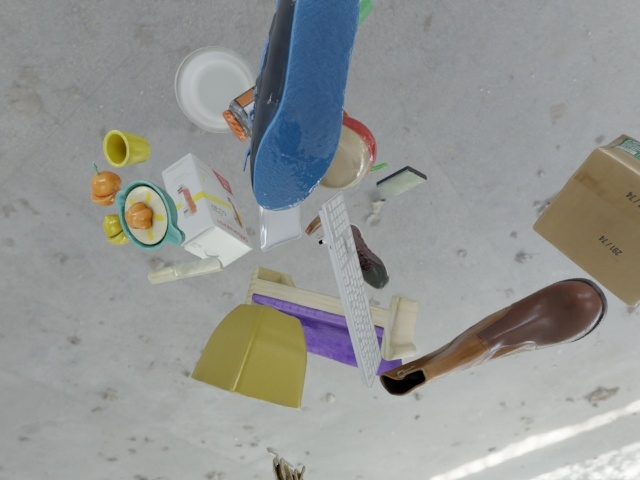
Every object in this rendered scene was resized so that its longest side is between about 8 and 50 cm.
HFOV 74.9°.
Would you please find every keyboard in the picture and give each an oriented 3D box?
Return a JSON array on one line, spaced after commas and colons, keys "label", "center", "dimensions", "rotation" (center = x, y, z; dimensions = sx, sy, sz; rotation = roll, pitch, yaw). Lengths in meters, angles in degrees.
[{"label": "keyboard", "center": [0.045, 0.066, 0.547], "dimensions": [0.014, 0.072, 0.256], "rotation": [-6, 107, 29]}]

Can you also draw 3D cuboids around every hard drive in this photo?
[{"label": "hard drive", "center": [0.261, -0.192, 1.350], "dimensions": [0.094, 0.022, 0.135], "rotation": [18, 152, -35]}]

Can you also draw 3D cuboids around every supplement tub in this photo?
[{"label": "supplement tub", "center": [-0.167, -0.362, 1.149], "dimensions": [0.190, 0.117, 0.117], "rotation": [-36, 128, -6]}]

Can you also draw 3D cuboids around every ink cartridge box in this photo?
[{"label": "ink cartridge box", "center": [-0.457, -0.118, 1.698], "dimensions": [0.160, 0.385, 0.279], "rotation": [-30, 151, 10]}]

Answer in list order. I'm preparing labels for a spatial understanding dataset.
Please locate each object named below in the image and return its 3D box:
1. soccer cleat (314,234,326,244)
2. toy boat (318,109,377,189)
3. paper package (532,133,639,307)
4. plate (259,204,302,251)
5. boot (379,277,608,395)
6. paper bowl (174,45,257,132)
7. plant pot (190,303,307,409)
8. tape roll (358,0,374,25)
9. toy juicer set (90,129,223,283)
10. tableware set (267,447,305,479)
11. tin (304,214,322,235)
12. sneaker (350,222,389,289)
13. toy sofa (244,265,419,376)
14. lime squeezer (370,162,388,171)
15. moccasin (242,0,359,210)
[{"label": "soccer cleat", "center": [0.000, 0.000, 1.355], "dimensions": [0.029, 0.035, 0.083], "rotation": [52, 154, -18]}, {"label": "toy boat", "center": [0.005, -0.193, 0.783], "dimensions": [0.231, 0.151, 0.151], "rotation": [18, 151, 34]}, {"label": "paper package", "center": [0.790, -0.053, 1.072], "dimensions": [0.168, 0.325, 0.310], "rotation": [-22, 147, -32]}, {"label": "plate", "center": [-0.179, -0.108, 1.920], "dimensions": [0.278, 0.277, 0.045], "rotation": [-20, 158, 40]}, {"label": "boot", "center": [0.256, 0.152, 0.649], "dimensions": [0.280, 0.096, 0.264], "rotation": [-10, 164, -27]}, {"label": "paper bowl", "center": [-0.352, -0.518, 1.444], "dimensions": [0.284, 0.148, 0.284], "rotation": [-8, 113, -19]}, {"label": "plant pot", "center": [-0.061, 0.109, 0.409], "dimensions": [0.081, 0.083, 0.081], "rotation": [32, 155, -36]}, {"label": "tape roll", "center": [0.023, -0.784, 1.243], "dimensions": [0.321, 0.321, 0.077], "rotation": [33, 115, -28]}, {"label": "toy juicer set", "center": [-0.353, -0.027, 0.807], "dimensions": [0.209, 0.089, 0.329], "rotation": [-35, 85, 27]}, {"label": "tableware set", "center": [-0.066, 0.586, 1.027], "dimensions": [0.039, 0.128, 0.194], "rotation": [-26, 137, -2]}, {"label": "tin", "center": [-0.009, -0.091, 2.024], "dimensions": [0.040, 0.189, 0.106], "rotation": [45, 133, 2]}, {"label": "sneaker", "center": [0.119, 0.061, 1.481], "dimensions": [0.106, 0.281, 0.162], "rotation": [-44, 158, 28]}, {"label": "toy sofa", "center": [0.013, 0.175, 0.888], "dimensions": [0.362, 0.177, 0.150], "rotation": [9, 172, 30]}, {"label": "lime squeezer", "center": [0.098, -0.254, 1.403], "dimensions": [0.110, 0.310, 0.059], "rotation": [-48, 134, -4]}, {"label": "moccasin", "center": [-0.027, -0.203, 0.590], "dimensions": [0.137, 0.117, 0.342], "rotation": [2, 129, -28]}]
